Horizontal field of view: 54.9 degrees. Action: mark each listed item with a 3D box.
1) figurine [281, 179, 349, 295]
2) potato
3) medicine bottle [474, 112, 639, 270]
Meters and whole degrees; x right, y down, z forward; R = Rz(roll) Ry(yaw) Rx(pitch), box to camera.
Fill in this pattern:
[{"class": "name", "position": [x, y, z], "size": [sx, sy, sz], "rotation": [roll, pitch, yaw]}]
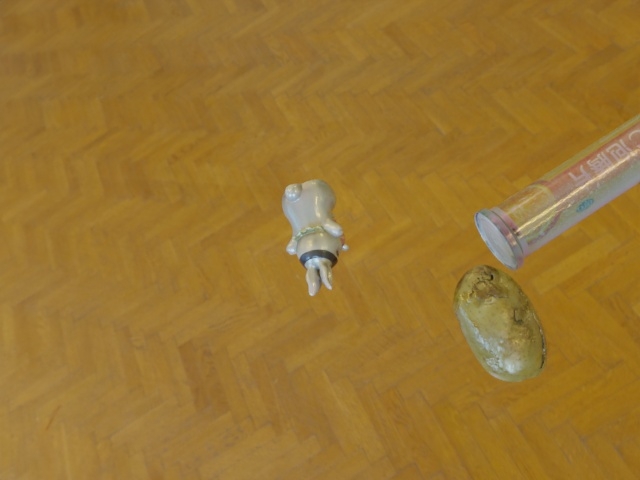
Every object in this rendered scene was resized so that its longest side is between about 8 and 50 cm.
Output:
[{"class": "figurine", "position": [0.008, -0.004, 0.808], "size": [0.081, 0.098, 0.146], "rotation": [-32, 71, 46]}, {"class": "potato", "position": [0.250, 0.115, 0.859], "size": [0.107, 0.080, 0.171], "rotation": [-21, 87, 4]}, {"class": "medicine bottle", "position": [0.446, -0.115, 0.961], "size": [0.425, 0.108, 0.108], "rotation": [-34, 51, -2]}]
